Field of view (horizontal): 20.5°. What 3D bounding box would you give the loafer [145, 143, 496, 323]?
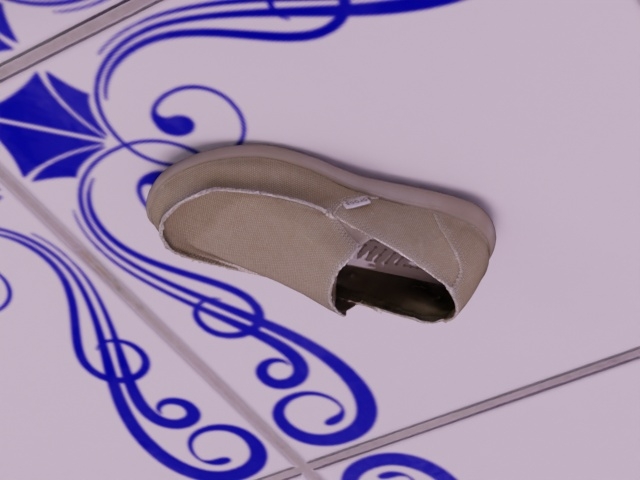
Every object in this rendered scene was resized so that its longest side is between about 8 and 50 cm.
[{"bbox_3d":[0.000,0.000,1.324,0.268,0.092,0.102,8,136,-2],"label":"loafer"}]
